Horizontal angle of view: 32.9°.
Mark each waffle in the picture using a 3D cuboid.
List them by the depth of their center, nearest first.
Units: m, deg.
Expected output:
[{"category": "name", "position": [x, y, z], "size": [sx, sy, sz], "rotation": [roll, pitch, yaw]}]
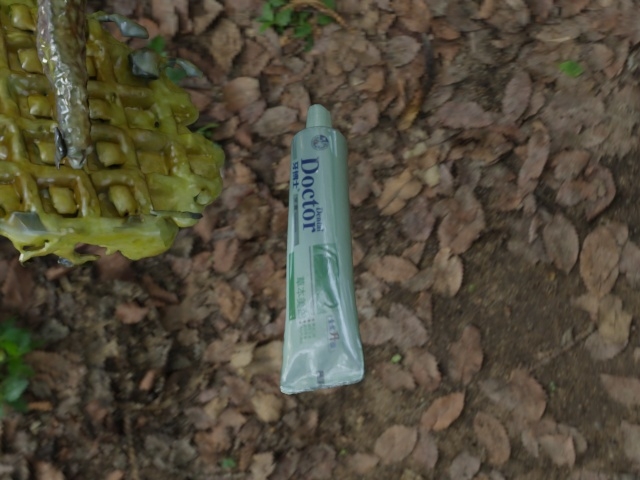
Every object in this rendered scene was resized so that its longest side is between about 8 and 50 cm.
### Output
[{"category": "waffle", "position": [-0.207, -0.083, 0.758], "size": [0.280, 0.262, 0.060], "rotation": [38, 136, -1]}]

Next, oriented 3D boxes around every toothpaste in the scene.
[{"category": "toothpaste", "position": [0.000, 0.000, 0.762], "size": [0.064, 0.041, 0.218], "rotation": [-13, 62, 24]}]

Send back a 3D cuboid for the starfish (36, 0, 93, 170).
[{"category": "starfish", "position": [-0.190, -0.317, 0.722], "size": [0.384, 0.132, 0.398], "rotation": [42, 128, 32]}]
